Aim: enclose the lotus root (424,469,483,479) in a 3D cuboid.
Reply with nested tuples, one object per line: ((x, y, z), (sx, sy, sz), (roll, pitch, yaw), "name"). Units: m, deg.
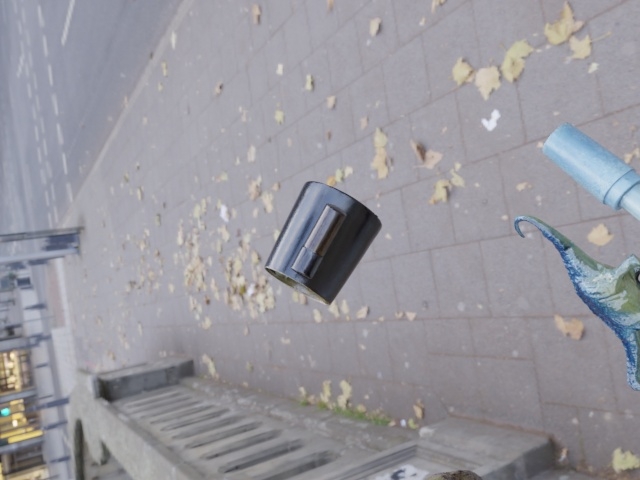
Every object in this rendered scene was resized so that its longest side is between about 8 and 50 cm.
((0.168, 0.430, 0.756), (0.128, 0.145, 0.260), (-5, 76, 56), "lotus root")

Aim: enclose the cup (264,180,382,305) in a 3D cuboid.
((-0.013, -0.005, 1.056), (0.166, 0.239, 0.177), (25, 78, 27), "cup")

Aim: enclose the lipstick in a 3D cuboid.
((0.436, -0.065, 0.840), (0.274, 0.061, 0.068), (50, 177, 30), "lipstick")

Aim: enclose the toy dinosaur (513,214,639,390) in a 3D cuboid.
((0.454, 0.079, 0.911), (0.147, 0.076, 0.363), (-35, 99, 32), "toy dinosaur")
